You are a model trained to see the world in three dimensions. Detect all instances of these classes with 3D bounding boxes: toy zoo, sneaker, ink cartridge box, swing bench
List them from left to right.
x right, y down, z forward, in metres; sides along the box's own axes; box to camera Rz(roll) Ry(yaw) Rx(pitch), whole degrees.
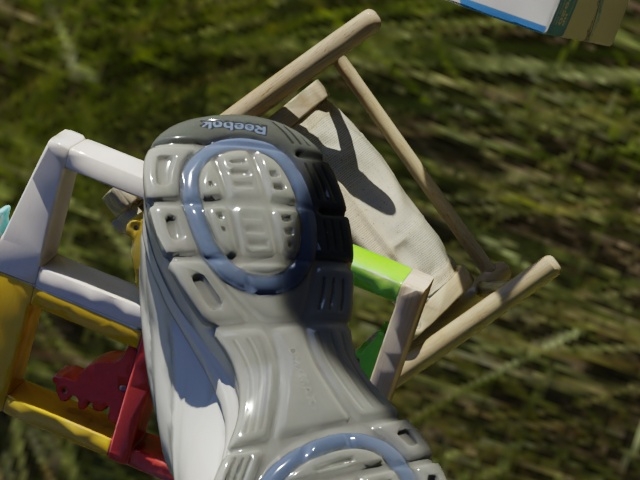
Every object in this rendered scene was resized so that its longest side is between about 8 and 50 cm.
[{"bbox_3d":[-0.095,0.055,1.161,0.030,0.293,0.192,-48,-23,-65],"label":"toy zoo"},{"bbox_3d":[-0.019,0.094,0.826,0.129,0.111,0.297,117,147,-58],"label":"sneaker"},{"bbox_3d":[0.000,0.000,1.463,0.254,0.253,0.165,-36,3,-9],"label":"swing bench"},{"bbox_3d":[0.196,-0.289,1.751,0.171,0.232,0.168,22,101,21],"label":"ink cartridge box"}]
